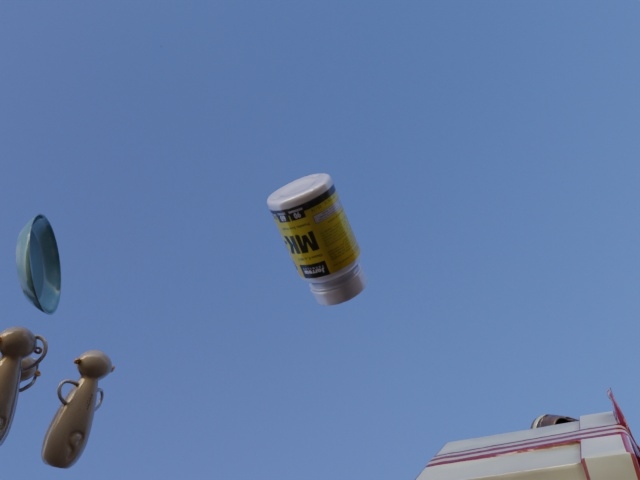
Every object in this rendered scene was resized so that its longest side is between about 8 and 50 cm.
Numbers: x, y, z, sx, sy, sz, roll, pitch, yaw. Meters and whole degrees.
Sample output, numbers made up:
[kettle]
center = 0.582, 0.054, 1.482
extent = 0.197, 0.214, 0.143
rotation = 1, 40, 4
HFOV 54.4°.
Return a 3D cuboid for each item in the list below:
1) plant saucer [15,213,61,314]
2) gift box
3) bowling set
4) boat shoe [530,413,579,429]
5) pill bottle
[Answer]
[plant saucer]
center = -0.330, 0.029, 0.726
extent = 0.021, 0.119, 0.119
rotation = -6, -72, -9
[gift box]
center = 0.272, 0.322, 0.699
extent = 0.258, 0.276, 0.255
rotation = -17, -95, 21
[bowling set]
center = -0.435, 0.175, 0.778
extent = 0.287, 0.200, 0.154
rotation = 38, -119, -51
[boat shoe]
center = 0.522, 0.394, 1.144
extent = 0.258, 0.095, 0.095
rotation = 20, -120, 0
[pill bottle]
center = 0.000, 0.000, 1.077
extent = 0.119, 0.119, 0.208
rotation = -26, -72, -5
